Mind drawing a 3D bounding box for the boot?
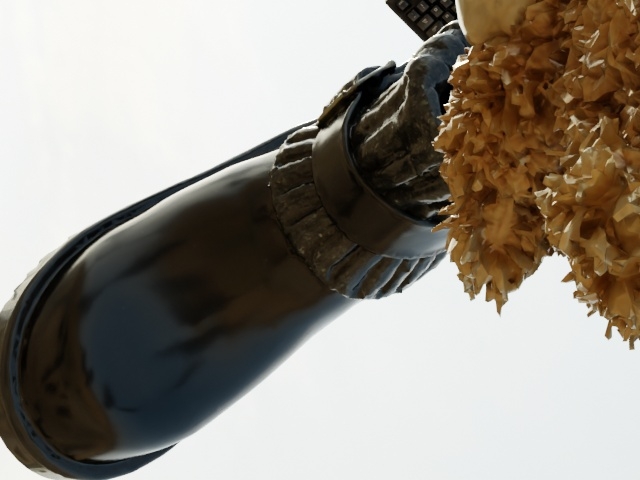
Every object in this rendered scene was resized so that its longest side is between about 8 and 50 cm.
[{"bbox_3d":[-0.002,-0.004,1.065,0.260,0.348,0.131,-18,-72,55],"label":"boot"}]

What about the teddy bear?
[{"bbox_3d":[0.124,-0.076,0.521,0.245,0.113,0.338,-63,-166,1],"label":"teddy bear"}]

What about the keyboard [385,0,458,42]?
[{"bbox_3d":[0.123,-0.219,1.405,0.108,0.023,0.180,46,-73,0],"label":"keyboard"}]
